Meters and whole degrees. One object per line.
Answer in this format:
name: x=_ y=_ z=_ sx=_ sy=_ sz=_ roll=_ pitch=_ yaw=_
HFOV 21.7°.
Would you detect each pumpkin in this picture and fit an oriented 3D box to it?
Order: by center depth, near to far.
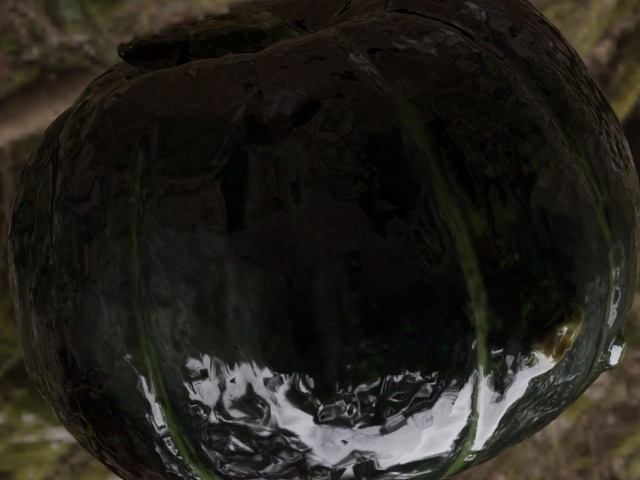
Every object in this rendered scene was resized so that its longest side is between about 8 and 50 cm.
pumpkin: x=0.000 y=0.000 z=0.826 sx=0.323 sy=0.241 sz=0.323 roll=-14 pitch=-163 yaw=4
